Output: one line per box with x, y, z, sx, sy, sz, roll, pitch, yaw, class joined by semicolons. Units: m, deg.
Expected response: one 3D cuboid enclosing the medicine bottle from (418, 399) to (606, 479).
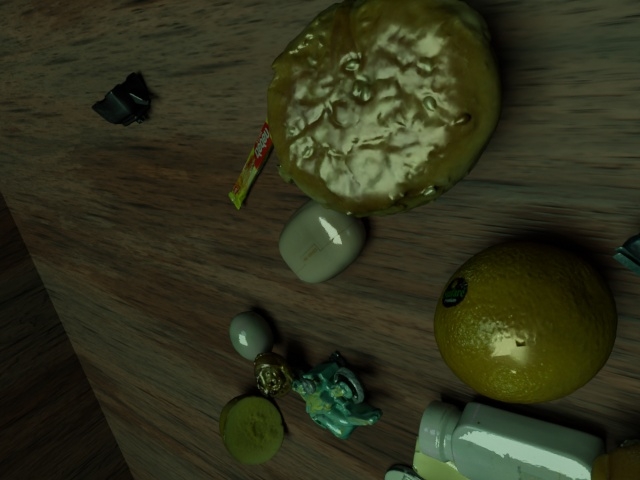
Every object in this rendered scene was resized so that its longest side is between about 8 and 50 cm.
0.330;0.375;0.834;0.296;0.111;0.161;2;121;38;medicine bottle

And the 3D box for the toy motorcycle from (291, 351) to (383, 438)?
0.027;0.373;1.085;0.198;0.109;0.296;60;147;2;toy motorcycle

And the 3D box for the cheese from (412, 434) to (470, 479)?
0.310;0.490;0.962;0.251;0.054;0.127;20;130;30;cheese

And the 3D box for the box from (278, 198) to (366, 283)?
0.000;0.000;0.900;0.146;0.088;0.200;49;137;4;box

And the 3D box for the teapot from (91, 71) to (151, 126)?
-0.455;-0.316;1.108;0.177;0.087;0.096;-8;132;43;teapot

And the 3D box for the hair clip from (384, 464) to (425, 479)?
0.210;0.616;1.129;0.140;0.054;0.220;31;129;28;hair clip

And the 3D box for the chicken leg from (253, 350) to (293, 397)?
-0.115;0.347;1.183;0.251;0.087;0.107;97;157;-64;chicken leg

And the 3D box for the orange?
0.271;0.110;0.643;0.236;0.236;0.236;21;127;30;orange

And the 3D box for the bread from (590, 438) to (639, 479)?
0.532;0.336;0.580;0.344;0.195;0.149;-4;117;39;bread

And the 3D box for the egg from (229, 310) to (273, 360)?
-0.172;0.241;1.185;0.103;0.103;0.135;-14;109;44;egg

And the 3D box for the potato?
-0.224;0.533;1.380;0.203;0.178;0.158;46;158;-27;potato

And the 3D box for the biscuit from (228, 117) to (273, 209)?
-0.129;-0.166;0.956;0.048;0.026;0.292;61;140;22;biscuit

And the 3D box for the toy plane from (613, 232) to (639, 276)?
0.442;0.053;0.554;0.235;0.096;0.060;32;138;-3;toy plane

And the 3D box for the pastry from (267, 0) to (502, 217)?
0.084;-0.177;0.635;0.315;0.184;0.284;-15;94;31;pastry
